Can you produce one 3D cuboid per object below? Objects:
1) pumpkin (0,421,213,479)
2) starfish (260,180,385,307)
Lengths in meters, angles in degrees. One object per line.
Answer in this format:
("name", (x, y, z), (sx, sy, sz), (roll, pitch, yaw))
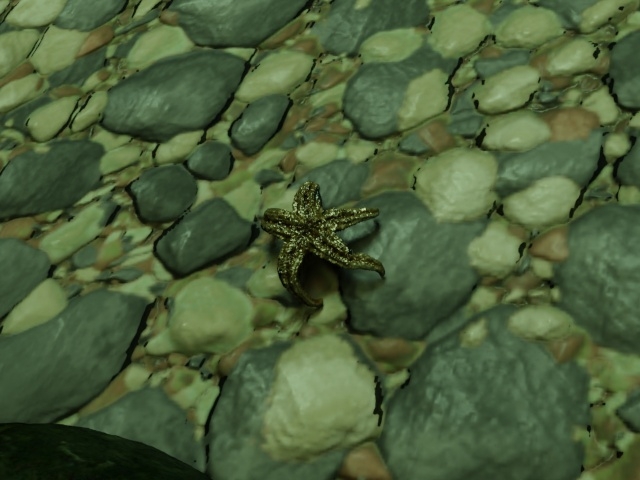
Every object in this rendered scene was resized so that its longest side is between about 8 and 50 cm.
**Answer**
("pumpkin", (-0.128, 0.208, 0.354), (0.300, 0.207, 0.300), (-11, 53, 14))
("starfish", (0.000, 0.000, 0.571), (0.091, 0.028, 0.078), (29, 67, 29))
